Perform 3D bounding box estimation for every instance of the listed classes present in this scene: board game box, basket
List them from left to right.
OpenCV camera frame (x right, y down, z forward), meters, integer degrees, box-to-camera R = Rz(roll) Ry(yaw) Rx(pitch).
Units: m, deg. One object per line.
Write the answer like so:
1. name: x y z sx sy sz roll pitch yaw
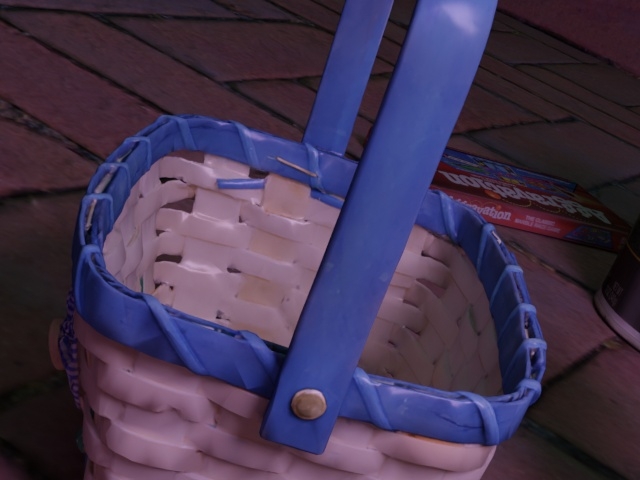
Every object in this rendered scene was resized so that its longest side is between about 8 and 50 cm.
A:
1. basket: 0.000 0.000 0.511 0.201 0.289 0.255 21 19 -6
2. board game box: 0.194 -0.051 1.249 0.281 0.027 0.145 12 24 -29

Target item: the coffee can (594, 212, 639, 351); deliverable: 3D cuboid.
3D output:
1. coffee can: 0.386 -0.023 1.018 0.201 0.275 0.201 21 19 -8
